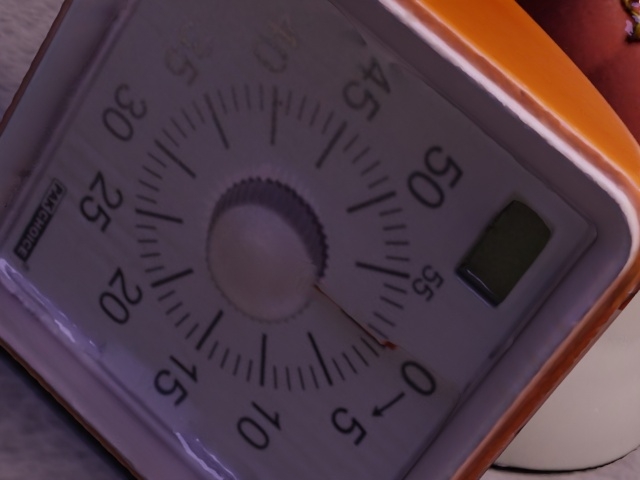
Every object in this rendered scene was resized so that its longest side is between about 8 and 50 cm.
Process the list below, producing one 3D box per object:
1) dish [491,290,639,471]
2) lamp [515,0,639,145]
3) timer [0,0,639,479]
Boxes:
[{"bbox_3d":[0.089,-0.026,0.918,0.316,0.106,0.316,20,38,-17],"label":"dish"},{"bbox_3d":[0.178,-0.081,0.855,0.182,0.140,0.182,9,53,-13],"label":"lamp"},{"bbox_3d":[0.000,0.000,0.702,0.161,0.257,0.250,-5,48,-49],"label":"timer"}]
